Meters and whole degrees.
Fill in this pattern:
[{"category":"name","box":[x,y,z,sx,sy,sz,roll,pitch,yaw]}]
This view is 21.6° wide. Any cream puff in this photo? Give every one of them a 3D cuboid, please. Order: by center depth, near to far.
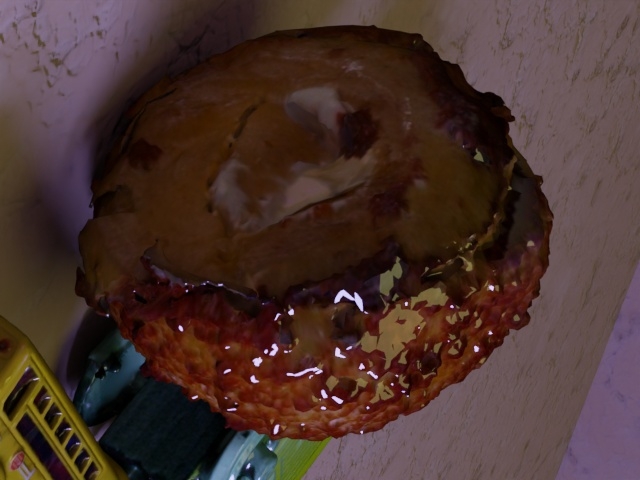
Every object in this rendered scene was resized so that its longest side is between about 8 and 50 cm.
[{"category":"cream puff","box":[0.004,0.001,1.221,0.350,0.350,0.229,-51,146,-27]}]

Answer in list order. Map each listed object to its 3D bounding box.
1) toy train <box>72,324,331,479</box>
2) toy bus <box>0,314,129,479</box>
[{"category":"toy train","box":[-0.046,0.098,1.447,0.442,0.179,0.272,-51,163,-27]},{"category":"toy bus","box":[-0.227,0.162,1.141,0.151,0.145,0.331,-53,156,-20]}]
